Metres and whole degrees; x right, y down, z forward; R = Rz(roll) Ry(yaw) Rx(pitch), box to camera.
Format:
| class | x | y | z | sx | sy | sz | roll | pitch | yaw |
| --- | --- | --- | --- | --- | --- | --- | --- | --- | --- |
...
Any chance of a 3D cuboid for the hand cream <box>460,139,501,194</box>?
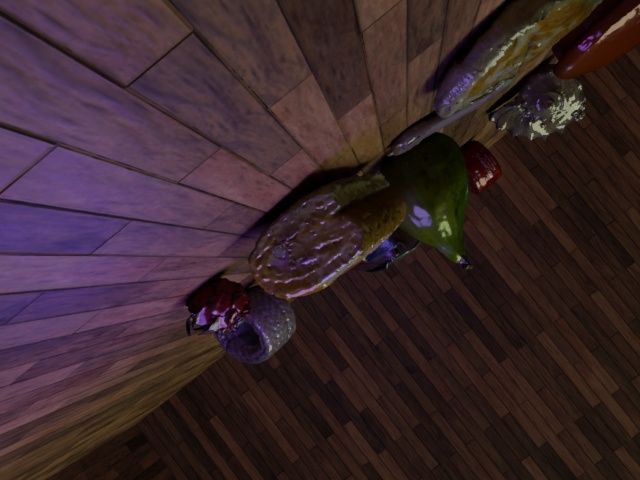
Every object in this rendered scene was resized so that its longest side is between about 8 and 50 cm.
| class | x | y | z | sx | sy | sz | roll | pitch | yaw |
| --- | --- | --- | --- | --- | --- | --- | --- | --- | --- |
| hand cream | 0.613 | -0.290 | 2.680 | 0.125 | 0.193 | 0.193 | -40 | 174 | -1 |

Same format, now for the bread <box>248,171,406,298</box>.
| class | x | y | z | sx | sy | sz | roll | pitch | yaw |
| --- | --- | --- | --- | --- | --- | --- | --- | --- | --- |
| bread | 0.022 | -0.016 | 1.344 | 0.237 | 0.165 | 0.375 | -38 | 176 | 23 |

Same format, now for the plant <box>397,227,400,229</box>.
| class | x | y | z | sx | sy | sz | roll | pitch | yaw |
| --- | --- | --- | --- | --- | --- | --- | --- | --- | --- |
| plant | 0.218 | -0.111 | 1.858 | 0.256 | 0.164 | 0.142 | -21 | 166 | -15 |

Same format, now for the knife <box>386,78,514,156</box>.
| class | x | y | z | sx | sy | sz | roll | pitch | yaw |
| --- | --- | --- | --- | --- | --- | --- | --- | --- | --- |
| knife | 0.300 | -0.291 | 1.516 | 0.399 | 0.038 | 0.132 | -33 | 171 | -29 |

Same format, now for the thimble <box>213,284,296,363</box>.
| class | x | y | z | sx | sy | sz | roll | pitch | yaw |
| --- | --- | --- | --- | --- | --- | --- | --- | --- | --- |
| thimble | -0.185 | 0.239 | 1.921 | 0.148 | 0.196 | 0.229 | -34 | 172 | -41 |

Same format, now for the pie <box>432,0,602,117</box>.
| class | x | y | z | sx | sy | sz | roll | pitch | yaw |
| --- | --- | --- | --- | --- | --- | --- | --- | --- | --- |
| pie | 0.328 | -0.335 | 1.160 | 0.339 | 0.077 | 0.339 | -34 | 175 | -3 |

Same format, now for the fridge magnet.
| class | x | y | z | sx | sy | sz | roll | pitch | yaw |
| --- | --- | --- | --- | --- | --- | --- | --- | --- | --- |
| fridge magnet | 0.656 | -0.496 | 1.479 | 0.364 | 0.155 | 0.363 | -37 | 174 | -5 |

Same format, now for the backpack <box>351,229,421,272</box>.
| class | x | y | z | sx | sy | sz | roll | pitch | yaw |
| --- | --- | --- | --- | --- | --- | --- | --- | --- | --- |
| backpack | 0.154 | 0.000 | 2.083 | 0.317 | 0.197 | 0.283 | -29 | 179 | 38 |

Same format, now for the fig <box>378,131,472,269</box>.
| class | x | y | z | sx | sy | sz | roll | pitch | yaw |
| --- | --- | --- | --- | --- | --- | --- | --- | --- | --- |
| fig | 0.264 | -0.101 | 1.576 | 0.233 | 0.314 | 0.233 | -18 | 148 | -12 |

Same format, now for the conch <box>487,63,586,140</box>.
| class | x | y | z | sx | sy | sz | roll | pitch | yaw |
| --- | --- | --- | --- | --- | --- | --- | --- | --- | --- |
| conch | 0.692 | -0.420 | 2.154 | 0.297 | 0.209 | 0.352 | -24 | 177 | 21 |

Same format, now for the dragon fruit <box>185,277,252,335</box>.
| class | x | y | z | sx | sy | sz | roll | pitch | yaw |
| --- | --- | --- | --- | --- | --- | --- | --- | --- | --- |
| dragon fruit | -0.213 | 0.142 | 1.416 | 0.142 | 0.121 | 0.130 | -13 | 138 | -3 |
